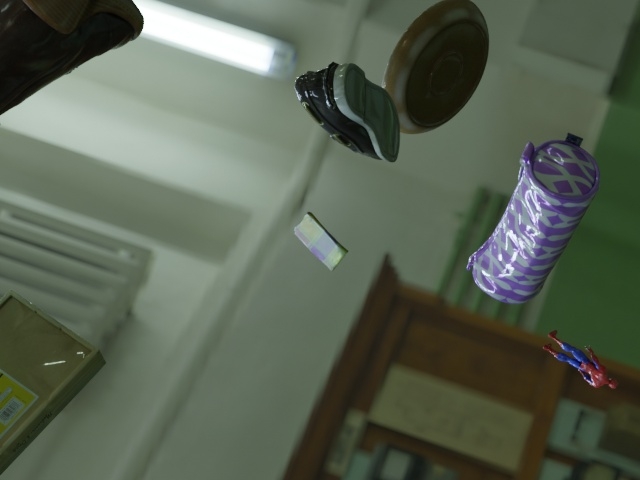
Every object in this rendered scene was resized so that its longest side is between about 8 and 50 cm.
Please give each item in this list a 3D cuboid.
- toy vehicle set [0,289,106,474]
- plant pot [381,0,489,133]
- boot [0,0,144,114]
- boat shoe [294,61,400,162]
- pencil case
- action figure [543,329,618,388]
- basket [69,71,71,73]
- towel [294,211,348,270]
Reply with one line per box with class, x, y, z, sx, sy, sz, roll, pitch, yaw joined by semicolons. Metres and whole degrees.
toy vehicle set;-0.424;0.201;2.124;0.267;0.166;0.035;-47;-28;-21
plant pot;0.190;-0.269;2.641;0.236;0.032;0.236;-29;-43;-32
boot;-0.265;-0.167;1.502;0.207;0.090;0.248;-45;-5;-2
boat shoe;0.038;-0.154;2.021;0.228;0.069;0.081;43;-131;-62
pencil case;0.226;-0.018;1.777;0.206;0.088;0.086;109;178;-48
action figure;0.354;0.164;2.252;0.030;0.115;0.038;-11;-49;-48
basket;-0.462;-0.389;2.033;0.328;0.331;0.266;1;-65;-51
towel;0.000;0.000;2.368;0.009;0.083;0.060;-39;-8;-36
